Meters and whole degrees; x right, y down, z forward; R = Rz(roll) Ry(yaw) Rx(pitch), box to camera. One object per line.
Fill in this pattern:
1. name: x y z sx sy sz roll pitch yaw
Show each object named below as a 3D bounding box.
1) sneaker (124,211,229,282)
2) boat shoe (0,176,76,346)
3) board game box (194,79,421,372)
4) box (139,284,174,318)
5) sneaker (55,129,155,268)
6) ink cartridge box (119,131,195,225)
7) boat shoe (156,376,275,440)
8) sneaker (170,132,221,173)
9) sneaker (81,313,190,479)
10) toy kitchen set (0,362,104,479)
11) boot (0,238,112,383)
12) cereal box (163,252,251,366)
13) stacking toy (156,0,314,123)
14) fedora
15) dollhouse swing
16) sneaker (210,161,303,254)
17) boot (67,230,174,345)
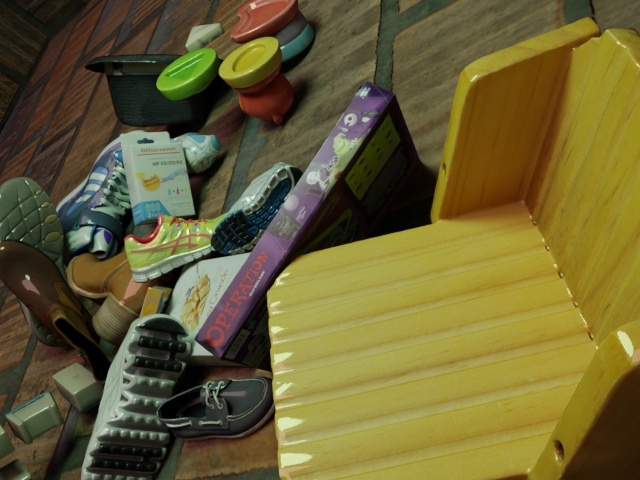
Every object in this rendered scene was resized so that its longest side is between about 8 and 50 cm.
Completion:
1. sneaker: -0.234 -0.010 1.154 0.208 0.094 0.081 -26 13 -11
2. boat shoe: -0.603 0.049 1.422 0.130 0.132 0.356 -8 95 52
3. board game box: 0.000 0.000 0.836 0.056 0.208 0.347 31 85 26
4. box: -0.280 0.143 1.128 0.081 0.028 0.136 11 -87 -88
5. sneaker: -0.452 -0.067 1.502 0.322 0.130 0.236 -42 45 10
6. ink cartridge box: -0.313 -0.126 1.310 0.061 0.104 0.181 -17 83 58
7. boat shoe: -0.141 0.223 0.920 0.206 0.065 0.075 -25 44 35
8. sneaker: -0.276 -0.185 1.431 0.086 0.085 0.237 -35 24 -22
9. sneaker: -0.279 0.248 1.014 0.118 0.110 0.292 5 74 58
10. toy kitchen set: -0.475 0.349 1.210 0.207 0.166 0.122 -28 23 -31
11. boot: -0.489 0.122 1.227 0.096 0.264 0.280 -34 21 -16
12. cereal box: -0.162 0.107 1.060 0.240 0.047 0.173 -10 53 45
13. stacking toy: -0.153 -0.340 1.350 0.279 0.130 0.309 -9 43 26
14. fedora: -0.362 -0.335 1.554 0.334 0.334 0.153 16 109 54
15. dollhouse swing: 0.110 0.021 0.568 0.304 0.315 0.347 -2 44 -6
16. sneaker: -0.108 -0.055 1.131 0.190 0.071 0.083 -43 29 1
17. boot: -0.364 0.040 1.299 0.220 0.109 0.283 -51 35 2
